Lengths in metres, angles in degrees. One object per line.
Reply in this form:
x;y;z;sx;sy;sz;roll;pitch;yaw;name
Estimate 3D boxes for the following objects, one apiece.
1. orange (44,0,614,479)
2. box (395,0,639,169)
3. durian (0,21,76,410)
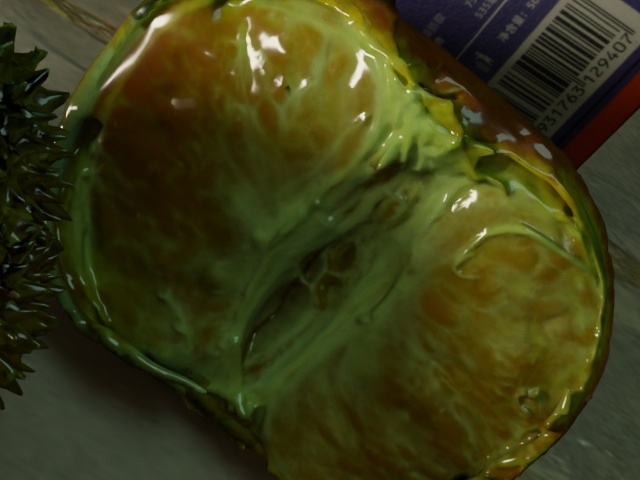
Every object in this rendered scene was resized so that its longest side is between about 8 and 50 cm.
0.001;0.000;0.679;0.334;0.262;0.196;33;4;-8;orange
0.082;-0.190;0.860;0.257;0.349;0.318;30;39;-14;box
-0.249;-0.007;0.505;0.291;0.224;0.291;2;84;-23;durian
